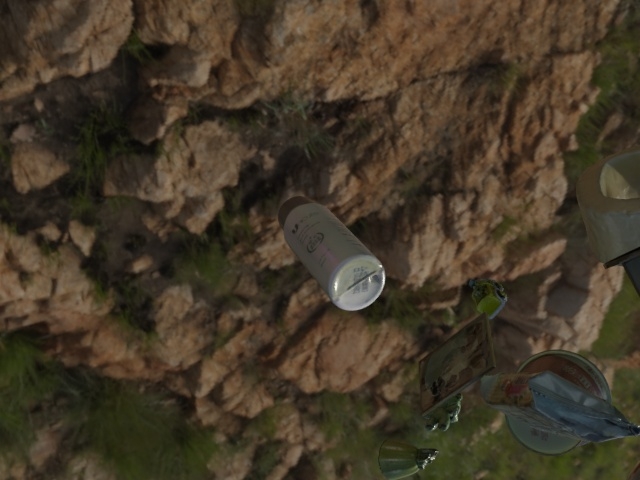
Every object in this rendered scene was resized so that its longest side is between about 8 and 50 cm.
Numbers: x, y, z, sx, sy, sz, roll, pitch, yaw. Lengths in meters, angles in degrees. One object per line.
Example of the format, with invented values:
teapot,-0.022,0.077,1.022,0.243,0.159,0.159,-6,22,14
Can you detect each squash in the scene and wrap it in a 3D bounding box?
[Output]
squash,0.227,0.549,1.902,0.132,0.105,0.105,-13,153,36

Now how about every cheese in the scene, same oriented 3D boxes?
cheese,0.696,-0.083,1.592,0.332,0.292,0.153,-51,125,-49

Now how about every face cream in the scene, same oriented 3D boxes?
face cream,0.000,0.000,1.193,0.092,0.311,0.092,-9,117,-17

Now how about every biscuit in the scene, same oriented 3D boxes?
biscuit,0.391,0.283,1.295,0.309,0.186,0.079,113,2,-77

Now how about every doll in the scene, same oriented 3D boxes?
doll,0.342,0.488,2.116,0.115,0.077,0.150,-22,-171,35

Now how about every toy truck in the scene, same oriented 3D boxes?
toy truck,0.395,0.131,1.831,0.077,0.111,0.076,27,114,-17

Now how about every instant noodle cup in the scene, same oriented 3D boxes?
instant noodle cup,0.528,0.376,1.722,0.235,0.235,0.178,-52,160,19

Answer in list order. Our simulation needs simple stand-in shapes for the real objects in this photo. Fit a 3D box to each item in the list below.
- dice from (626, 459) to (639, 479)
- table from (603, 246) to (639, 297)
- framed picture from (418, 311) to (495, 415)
dice,0.959,0.583,1.845,0.277,0.304,0.304,-11,136,-55
table,0.517,0.097,1.035,0.167,0.227,0.167,-25,171,-4
framed picture,0.263,0.244,1.500,0.010,0.136,0.201,29,128,-22
